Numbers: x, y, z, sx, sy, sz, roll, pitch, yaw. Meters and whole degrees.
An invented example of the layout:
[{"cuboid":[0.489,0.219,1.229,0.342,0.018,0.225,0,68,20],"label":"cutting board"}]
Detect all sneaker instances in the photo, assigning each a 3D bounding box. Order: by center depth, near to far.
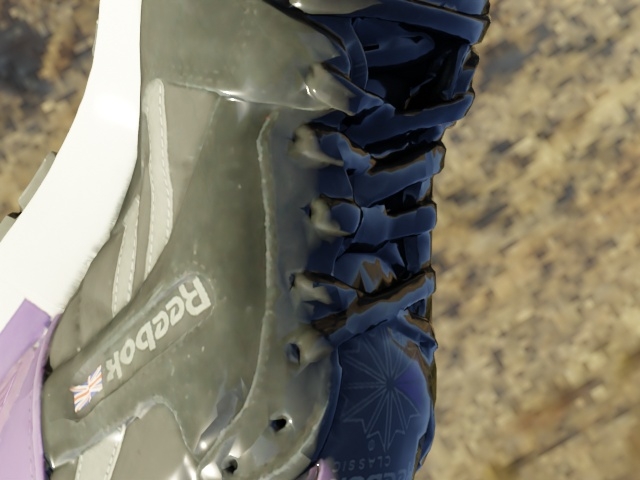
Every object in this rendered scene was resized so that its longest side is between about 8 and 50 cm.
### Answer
[{"cuboid":[0.000,0.000,0.464,0.107,0.124,0.283,1,127,-43],"label":"sneaker"}]
